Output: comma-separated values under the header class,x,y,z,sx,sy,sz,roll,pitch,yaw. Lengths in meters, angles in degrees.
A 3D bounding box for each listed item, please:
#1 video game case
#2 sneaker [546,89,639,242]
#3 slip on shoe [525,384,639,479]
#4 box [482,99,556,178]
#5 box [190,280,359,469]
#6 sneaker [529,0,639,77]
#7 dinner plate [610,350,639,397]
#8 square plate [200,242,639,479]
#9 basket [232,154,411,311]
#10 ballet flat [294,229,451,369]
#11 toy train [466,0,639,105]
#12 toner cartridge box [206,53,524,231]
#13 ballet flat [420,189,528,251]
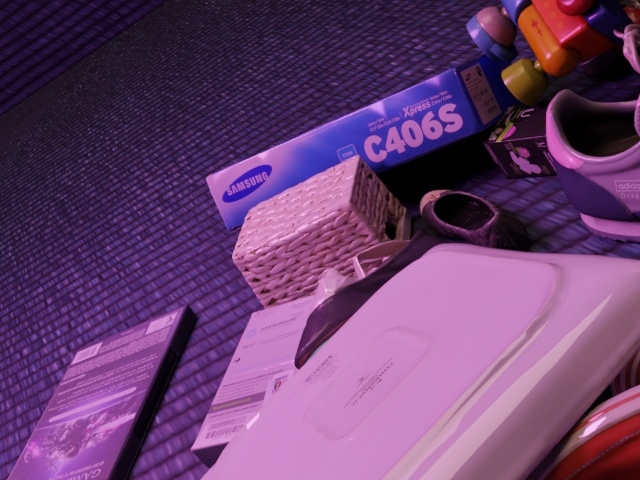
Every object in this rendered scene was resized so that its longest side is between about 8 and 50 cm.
class,x,y,z,sx,sy,sz,roll,pitch,yaw
video game case,-0.262,0.201,1.173,0.196,0.026,0.274,-23,31,29
sneaker,0.308,-0.071,0.765,0.319,0.131,0.112,-4,41,49
slip on shoe,0.256,0.130,0.529,0.331,0.123,0.101,-17,37,29
box,0.220,-0.103,1.020,0.083,0.052,0.062,1,45,52
box,-0.032,0.130,0.979,0.145,0.038,0.186,-19,33,32
sneaker,0.330,-0.231,1.054,0.146,0.102,0.293,-52,25,-13
dinner plate,0.269,0.083,0.694,0.141,0.017,0.141,-29,28,17
square plate,0.044,0.119,0.717,0.347,0.049,0.344,-44,14,-10
basket,0.000,0.000,1.075,0.167,0.103,0.113,-26,27,25
ballet flat,0.041,0.048,0.930,0.203,0.074,0.074,-30,20,-27
toy train,0.238,-0.184,0.981,0.143,0.105,0.248,-44,46,30
toner cartridge box,0.050,-0.115,1.169,0.348,0.075,0.165,-20,6,32
ballet flat,0.147,-0.028,0.994,0.057,0.049,0.173,-41,26,-9
